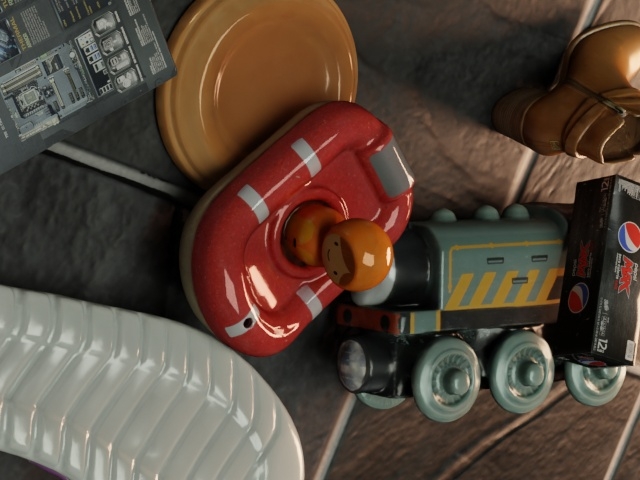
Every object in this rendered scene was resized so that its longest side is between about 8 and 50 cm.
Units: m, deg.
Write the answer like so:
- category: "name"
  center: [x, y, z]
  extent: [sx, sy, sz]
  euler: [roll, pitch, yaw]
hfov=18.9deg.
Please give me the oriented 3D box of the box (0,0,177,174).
- category: "box"
  center: [-0.231, -0.186, 1.449]
  extent: [0.183, 0.059, 0.233]
  euler: [-32, 121, -19]

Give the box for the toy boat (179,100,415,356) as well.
- category: "toy boat"
  center: [0.000, 0.000, 1.580]
  extent: [0.231, 0.151, 0.151]
  euler: [-43, 127, -17]

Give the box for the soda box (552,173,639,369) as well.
- category: "soda box"
  center: [0.257, 0.029, 1.741]
  extent: [0.053, 0.060, 0.169]
  euler: [18, 74, -29]

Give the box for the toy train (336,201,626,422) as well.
- category: "toy train"
  center: [0.157, 0.061, 1.782]
  extent: [0.334, 0.142, 0.190]
  euler: [-2, 94, -34]

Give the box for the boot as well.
- category: "boot"
  center: [0.275, -0.131, 1.784]
  extent: [0.197, 0.152, 0.073]
  euler: [-36, 123, -22]

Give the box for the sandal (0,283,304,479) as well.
- category: "sandal"
  center: [-0.193, 0.128, 1.570]
  extent: [0.416, 0.102, 0.169]
  euler: [27, 73, -26]

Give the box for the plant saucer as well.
- category: "plant saucer"
  center: [-0.045, -0.128, 1.625]
  extent: [0.200, 0.037, 0.200]
  euler: [-12, 111, -33]
